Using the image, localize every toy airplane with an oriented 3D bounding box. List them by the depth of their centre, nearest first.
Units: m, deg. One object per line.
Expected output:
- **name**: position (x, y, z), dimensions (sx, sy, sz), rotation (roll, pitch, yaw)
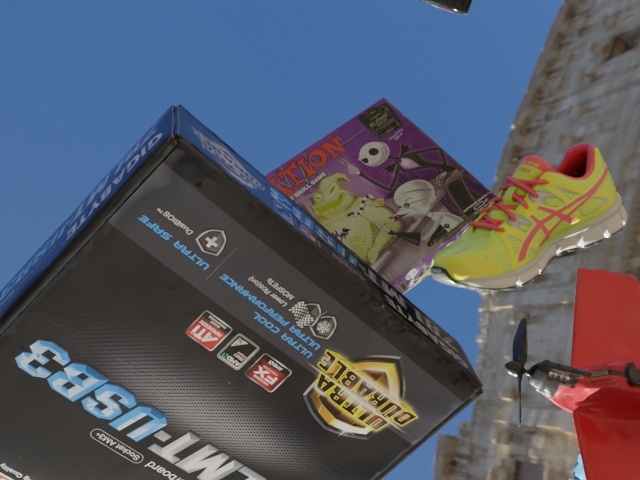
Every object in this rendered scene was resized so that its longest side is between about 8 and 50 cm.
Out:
- **toy airplane**: position (0.140, 0.067, 0.323), dimensions (0.151, 0.028, 0.151), rotation (11, -134, -12)

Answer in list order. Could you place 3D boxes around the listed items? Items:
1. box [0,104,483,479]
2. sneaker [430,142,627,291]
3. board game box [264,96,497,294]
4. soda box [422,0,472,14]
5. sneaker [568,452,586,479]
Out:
- **box**: position (-0.088, 0.107, 0.614), dimensions (0.293, 0.073, 0.295), rotation (-44, -64, 11)
- **sneaker**: position (0.176, -0.025, 0.762), dimensions (0.209, 0.081, 0.094), rotation (-26, -68, -26)
- **board game box**: position (0.000, 0.000, 0.954), dimensions (0.347, 0.056, 0.208), rotation (-36, -125, -13)
- **soda box**: position (0.129, -0.281, 0.739), dimensions (0.053, 0.060, 0.168), rotation (20, -75, 0)
- **sneaker**: position (0.256, 0.193, 0.716), dimensions (0.071, 0.083, 0.190), rotation (-27, -52, -29)
